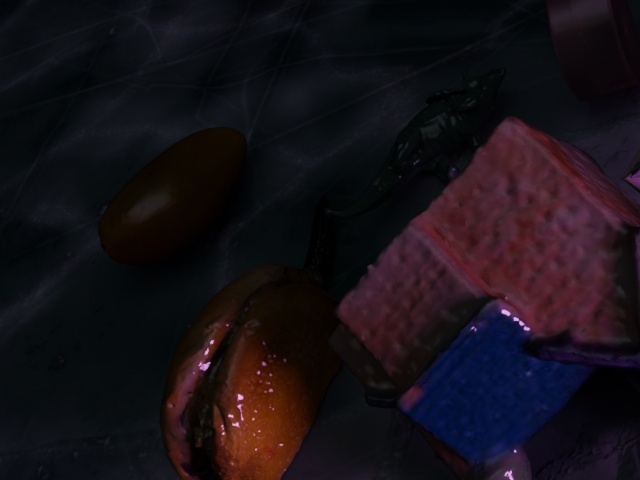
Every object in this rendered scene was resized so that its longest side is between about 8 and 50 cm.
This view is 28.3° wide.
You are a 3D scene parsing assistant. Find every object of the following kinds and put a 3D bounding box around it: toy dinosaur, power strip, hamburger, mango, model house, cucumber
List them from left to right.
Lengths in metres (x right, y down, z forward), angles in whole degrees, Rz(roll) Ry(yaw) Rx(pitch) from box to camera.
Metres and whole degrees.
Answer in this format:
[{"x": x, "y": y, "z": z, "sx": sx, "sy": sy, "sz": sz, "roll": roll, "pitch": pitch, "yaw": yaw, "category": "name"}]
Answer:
[{"x": -0.186, "y": -0.061, "z": 1.690, "sx": 0.138, "sy": 0.113, "sz": 0.253, "roll": 16, "pitch": 53, "yaw": 46, "category": "mango"}, {"x": -0.082, "y": 0.133, "z": 1.400, "sx": 0.144, "sy": 0.156, "sz": 0.283, "roll": 7, "pitch": 57, "yaw": 38, "category": "hamburger"}, {"x": 0.002, "y": 0.000, "z": 1.567, "sx": 0.034, "sy": 0.033, "sz": 0.135, "roll": 15, "pitch": 51, "yaw": -4, "category": "cucumber"}, {"x": 0.137, "y": -0.111, "z": 1.555, "sx": 0.120, "sy": 0.079, "sz": 0.292, "roll": 12, "pitch": 55, "yaw": 46, "category": "toy dinosaur"}, {"x": 0.213, "y": 0.090, "z": 1.215, "sx": 0.312, "sy": 0.245, "sz": 0.280, "roll": -50, "pitch": 63, "yaw": 13, "category": "model house"}, {"x": 0.324, "y": -0.247, "z": 1.504, "sx": 0.078, "sy": 0.154, "sz": 0.154, "roll": -15, "pitch": 44, "yaw": 25, "category": "power strip"}]

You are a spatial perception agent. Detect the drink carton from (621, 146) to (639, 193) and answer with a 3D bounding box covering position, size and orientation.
[{"x": 0.430, "y": -0.137, "z": 1.285, "sx": 0.271, "sy": 0.108, "sz": 0.161, "roll": -53, "pitch": 7, "yaw": -31, "category": "drink carton"}]
